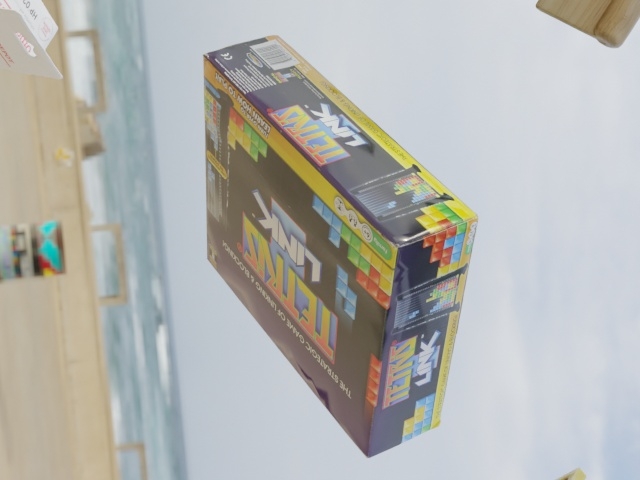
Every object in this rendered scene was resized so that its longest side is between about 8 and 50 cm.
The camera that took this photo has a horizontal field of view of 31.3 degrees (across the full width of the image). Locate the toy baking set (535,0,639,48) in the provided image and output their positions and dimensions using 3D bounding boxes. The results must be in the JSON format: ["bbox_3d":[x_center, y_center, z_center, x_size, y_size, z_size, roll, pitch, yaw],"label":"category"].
[{"bbox_3d":[0.132,-0.230,0.594,0.030,0.197,0.256,36,61,-79],"label":"toy baking set"}]

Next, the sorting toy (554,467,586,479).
[{"bbox_3d":[0.050,0.224,0.699,0.046,0.274,0.132,49,-25,1],"label":"sorting toy"}]

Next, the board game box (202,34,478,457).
[{"bbox_3d":[0.000,0.000,0.571,0.170,0.048,0.141,47,-35,39],"label":"board game box"}]

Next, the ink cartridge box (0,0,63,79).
[{"bbox_3d":[-0.321,-0.217,1.070,0.104,0.181,0.061,67,42,-58],"label":"ink cartridge box"}]
